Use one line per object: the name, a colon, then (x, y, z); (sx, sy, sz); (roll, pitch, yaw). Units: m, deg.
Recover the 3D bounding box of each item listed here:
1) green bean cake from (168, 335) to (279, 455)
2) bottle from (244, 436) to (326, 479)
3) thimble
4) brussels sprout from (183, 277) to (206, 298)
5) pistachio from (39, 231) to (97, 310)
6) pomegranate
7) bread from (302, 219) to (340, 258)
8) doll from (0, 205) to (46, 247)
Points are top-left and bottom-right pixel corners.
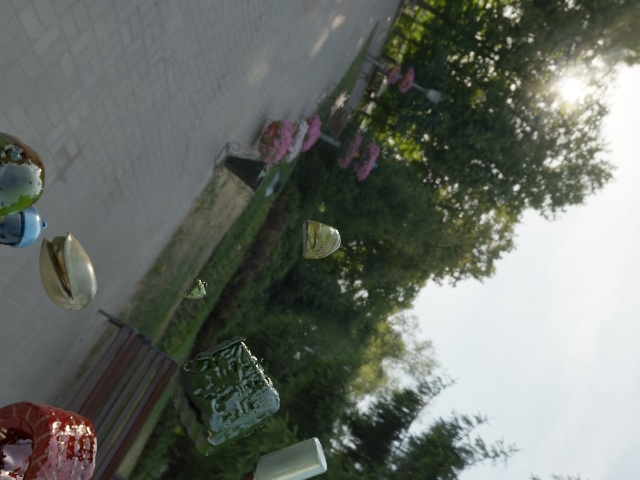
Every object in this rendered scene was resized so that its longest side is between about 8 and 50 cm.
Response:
green bean cake: (-0.339, 0.555, 1.771); (0.334, 0.319, 0.218); (-23, 156, -40)
bottle: (-0.111, 0.682, 1.469); (0.244, 0.104, 0.104); (-20, -178, 1)
thimble: (-0.863, 0.663, 1.434); (0.350, 0.349, 0.231); (-62, 150, -21)
brussels sprout: (-0.396, 0.155, 1.566); (0.085, 0.058, 0.085); (-27, -141, 25)
pistachio: (-0.694, 0.088, 1.344); (0.144, 0.143, 0.215); (128, -53, -86)
pomegranate: (-0.609, -0.109, 0.917); (0.205, 0.159, 0.159); (-47, -171, 34)
bread: (0.000, 0.000, 1.153); (0.157, 0.094, 0.083); (139, -53, -75)
doll: (-1.087, -0.062, 1.662); (0.314, 0.140, 0.178); (5, 75, -59)
